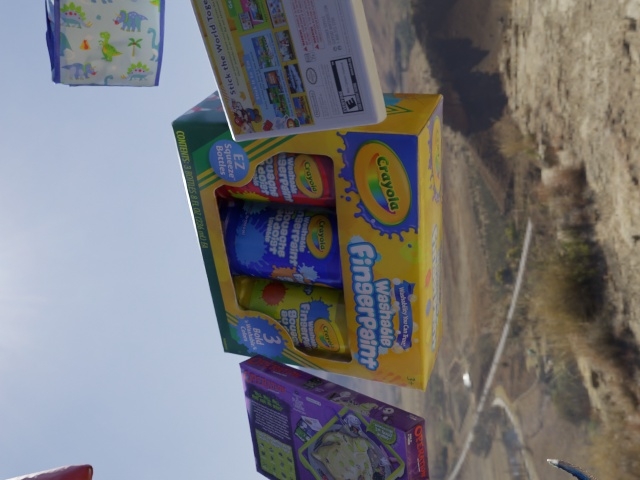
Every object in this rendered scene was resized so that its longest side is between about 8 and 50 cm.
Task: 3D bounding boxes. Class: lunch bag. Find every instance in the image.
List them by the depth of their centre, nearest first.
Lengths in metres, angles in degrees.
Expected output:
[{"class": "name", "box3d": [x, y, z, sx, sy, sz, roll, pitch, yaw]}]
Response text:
[{"class": "lunch bag", "box3d": [-0.258, -0.261, 0.756, 0.096, 0.129, 0.151, 29, 121, 57]}]

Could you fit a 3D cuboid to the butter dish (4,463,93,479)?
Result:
[{"class": "butter dish", "box3d": [-0.255, 0.287, 0.519, 0.160, 0.160, 0.118, -90, -18, -56]}]

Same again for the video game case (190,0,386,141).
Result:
[{"class": "video game case", "box3d": [-0.045, -0.228, 0.689, 0.026, 0.207, 0.226, -42, -57, -48]}]

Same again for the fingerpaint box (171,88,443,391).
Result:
[{"class": "fingerpaint box", "box3d": [0.000, 0.000, 1.006, 0.163, 0.371, 0.444, -56, -33, -51]}]

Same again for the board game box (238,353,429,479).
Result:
[{"class": "board game box", "box3d": [0.012, 0.308, 0.930, 0.347, 0.056, 0.208, 10, 116, 46]}]

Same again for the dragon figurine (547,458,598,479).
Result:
[{"class": "dragon figurine", "box3d": [0.427, 0.419, 0.847, 0.144, 0.289, 0.085, -62, -5, -4]}]
